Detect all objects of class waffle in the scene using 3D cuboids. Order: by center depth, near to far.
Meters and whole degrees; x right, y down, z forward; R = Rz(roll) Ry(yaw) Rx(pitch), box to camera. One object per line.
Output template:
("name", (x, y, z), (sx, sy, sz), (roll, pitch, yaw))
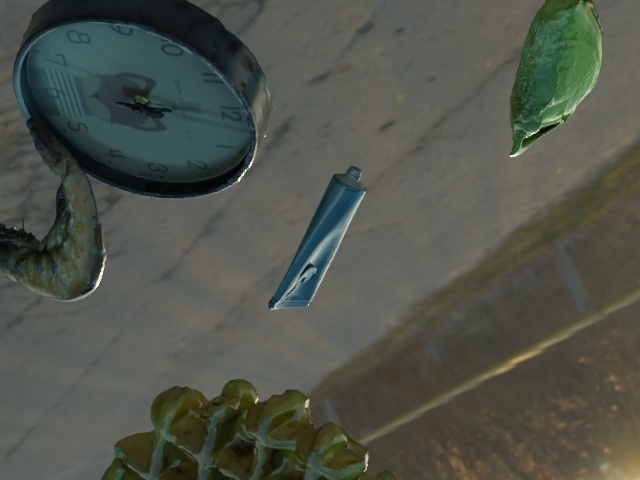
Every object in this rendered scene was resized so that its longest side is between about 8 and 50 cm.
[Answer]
("waffle", (-0.032, 0.206, 0.715), (0.253, 0.249, 0.056), (-11, -162, 35))

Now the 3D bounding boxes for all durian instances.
("durian", (0.321, -0.240, 1.512), (0.139, 0.101, 0.250), (-19, 136, -34))

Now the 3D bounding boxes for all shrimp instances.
("shrimp", (-0.333, -0.044, 1.174), (0.261, 0.198, 0.051), (14, -160, 30))

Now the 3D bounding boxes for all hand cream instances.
("hand cream", (0.000, 0.000, 1.455), (0.083, 0.048, 0.224), (-2, 124, -49))

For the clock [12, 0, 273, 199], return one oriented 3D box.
("clock", (-0.223, -0.175, 1.351), (0.325, 0.067, 0.325), (10, 144, 7))
